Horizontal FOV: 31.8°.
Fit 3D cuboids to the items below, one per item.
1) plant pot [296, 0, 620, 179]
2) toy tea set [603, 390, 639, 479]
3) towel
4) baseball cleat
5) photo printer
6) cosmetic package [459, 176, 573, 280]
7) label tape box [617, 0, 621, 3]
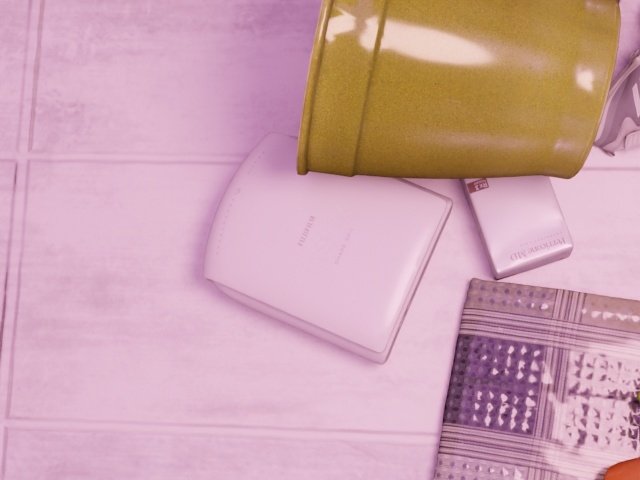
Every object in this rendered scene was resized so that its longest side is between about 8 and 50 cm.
[{"bbox_3d":[0.179,-0.227,1.433,0.352,0.366,0.367,12,81,2],"label":"plant pot"},{"bbox_3d":[0.489,0.357,1.438,0.336,0.124,0.200,47,42,-3],"label":"toy tea set"},{"bbox_3d":[0.337,0.223,1.545,0.324,0.056,0.312,9,78,12],"label":"towel"},{"bbox_3d":[0.457,-0.208,1.573,0.109,0.072,0.206,36,123,-3],"label":"baseball cleat"},{"bbox_3d":[0.000,0.000,1.587,0.307,0.107,0.256,24,83,9],"label":"photo printer"},{"bbox_3d":[0.264,-0.072,1.586,0.117,0.085,0.231,-20,77,3],"label":"cosmetic package"},{"bbox_3d":[0.327,-0.402,1.627,0.240,0.106,0.334,24,83,9],"label":"label tape box"}]
